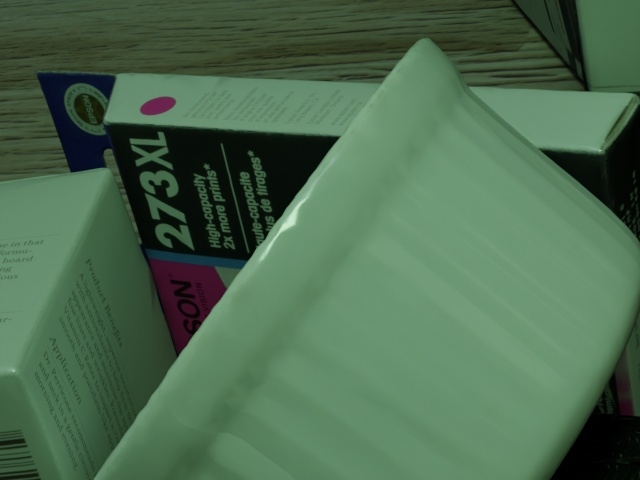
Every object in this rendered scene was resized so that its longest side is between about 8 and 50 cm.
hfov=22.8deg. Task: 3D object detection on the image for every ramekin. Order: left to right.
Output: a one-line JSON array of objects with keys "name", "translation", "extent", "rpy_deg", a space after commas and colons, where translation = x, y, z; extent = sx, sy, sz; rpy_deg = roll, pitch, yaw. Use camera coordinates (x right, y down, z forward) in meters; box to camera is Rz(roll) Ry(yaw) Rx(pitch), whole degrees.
[{"name": "ramekin", "translation": [0.015, 0.065, 0.674], "extent": [0.135, 0.277, 0.277], "rpy_deg": [36, 44, 0]}]

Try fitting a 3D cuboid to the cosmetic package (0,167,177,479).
[{"name": "cosmetic package", "translation": [-0.179, 0.077, 0.843], "extent": [0.151, 0.151, 0.183], "rpy_deg": [-6, 31, 13]}]

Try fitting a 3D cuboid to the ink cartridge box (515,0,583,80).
[{"name": "ink cartridge box", "translation": [0.272, -0.211, 1.141], "extent": [0.223, 0.129, 0.307], "rpy_deg": [-16, 31, -4]}]

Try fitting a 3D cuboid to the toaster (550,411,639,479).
[{"name": "toaster", "translation": [0.147, 0.154, 0.628], "extent": [0.168, 0.110, 0.185], "rpy_deg": [7, 37, 30]}]

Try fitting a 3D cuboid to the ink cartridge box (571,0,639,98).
[{"name": "ink cartridge box", "translation": [0.199, -0.108, 0.868], "extent": [0.114, 0.273, 0.197], "rpy_deg": [-8, 32, 10]}]

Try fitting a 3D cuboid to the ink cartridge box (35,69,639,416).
[{"name": "ink cartridge box", "translation": [0.000, 0.000, 0.868], "extent": [0.371, 0.175, 0.069], "rpy_deg": [7, 37, 31]}]
